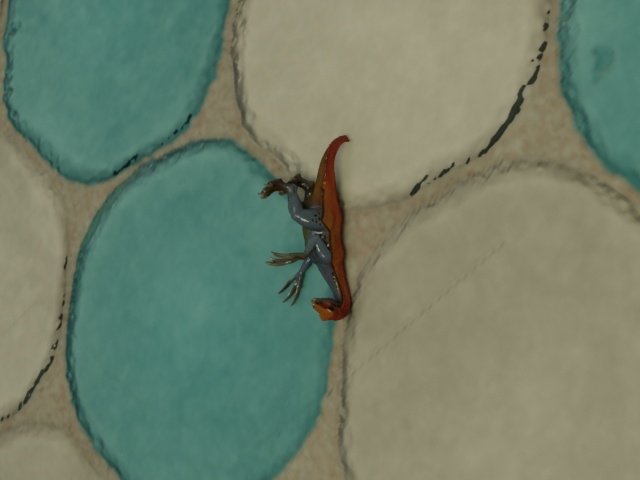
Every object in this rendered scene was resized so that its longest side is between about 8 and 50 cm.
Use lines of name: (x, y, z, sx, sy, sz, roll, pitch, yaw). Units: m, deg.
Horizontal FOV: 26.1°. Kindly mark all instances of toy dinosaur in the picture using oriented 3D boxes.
toy dinosaur: (0.000, 0.000, 0.753, 0.090, 0.047, 0.082, -42, 76, 14)
